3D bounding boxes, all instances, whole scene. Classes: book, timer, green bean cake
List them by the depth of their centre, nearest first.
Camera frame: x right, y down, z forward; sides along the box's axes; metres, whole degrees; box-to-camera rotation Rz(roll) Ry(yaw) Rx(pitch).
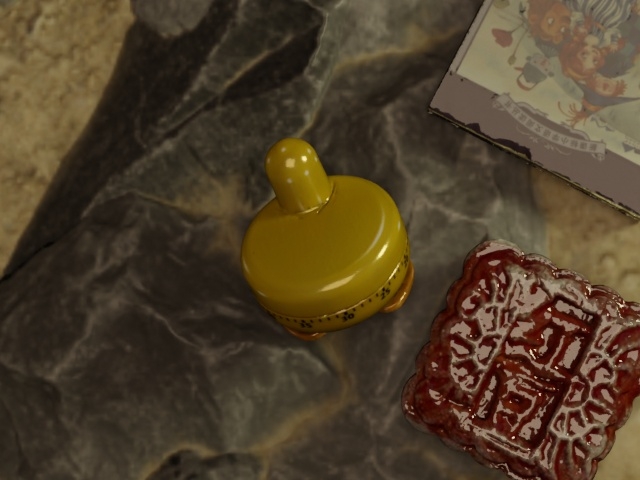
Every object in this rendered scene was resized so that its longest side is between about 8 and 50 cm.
[{"bbox_3d":[0.000,0.000,0.974,0.107,0.109,0.107,-13,44,13],"label":"timer"},{"bbox_3d":[0.131,0.079,0.984,0.135,0.056,0.135,26,90,7],"label":"green bean cake"},{"bbox_3d":[0.189,-0.149,1.001,0.157,0.026,0.231,27,91,7],"label":"book"}]
